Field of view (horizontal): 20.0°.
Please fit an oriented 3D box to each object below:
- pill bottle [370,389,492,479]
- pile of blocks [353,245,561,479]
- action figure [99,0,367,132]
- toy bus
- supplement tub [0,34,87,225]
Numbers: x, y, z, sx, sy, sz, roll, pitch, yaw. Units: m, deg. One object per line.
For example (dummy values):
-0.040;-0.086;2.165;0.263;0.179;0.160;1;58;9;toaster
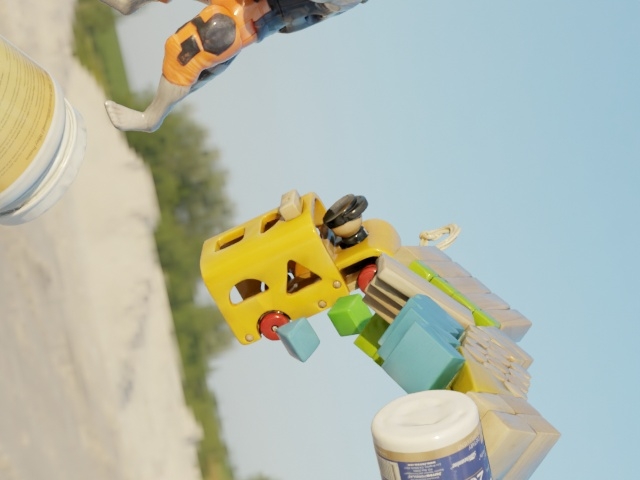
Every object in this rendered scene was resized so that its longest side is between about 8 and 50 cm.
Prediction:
0.074;0.158;1.112;0.067;0.067;0.120;-115;-168;-69;pill bottle
0.075;0.105;1.335;0.149;0.112;0.362;34;13;-7;pile of blocks
-0.061;-0.269;1.754;0.178;0.330;0.341;56;16;-36;action figure
-0.011;0.007;1.647;0.191;0.202;0.104;-1;-55;52;toy bus
-0.302;-0.109;1.500;0.200;0.144;0.144;39;26;-45;supplement tub
